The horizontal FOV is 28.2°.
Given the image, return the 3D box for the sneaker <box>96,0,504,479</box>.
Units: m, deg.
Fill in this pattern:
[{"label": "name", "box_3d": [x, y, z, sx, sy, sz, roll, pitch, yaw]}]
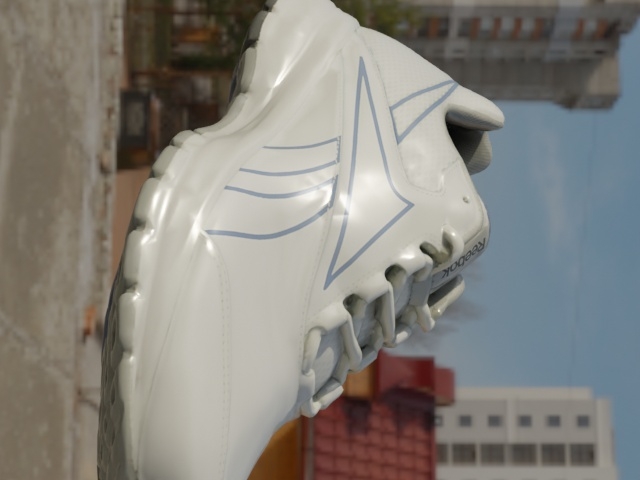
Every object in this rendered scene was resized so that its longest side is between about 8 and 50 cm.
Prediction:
[{"label": "sneaker", "box_3d": [0.000, 0.000, 0.505, 0.111, 0.129, 0.297, 106, 6, -46]}]
